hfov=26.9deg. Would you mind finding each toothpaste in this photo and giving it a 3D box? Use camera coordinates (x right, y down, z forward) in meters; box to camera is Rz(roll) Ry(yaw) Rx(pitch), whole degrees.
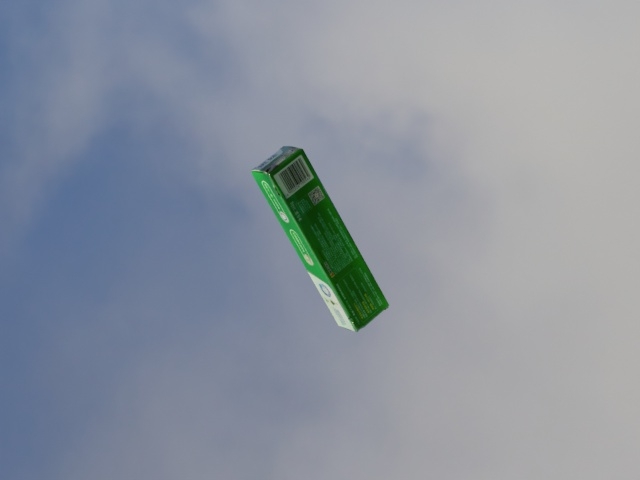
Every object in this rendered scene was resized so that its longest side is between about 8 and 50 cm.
[{"bbox_3d":[0.000,0.000,0.562,0.020,0.083,0.017,-39,-155,-21],"label":"toothpaste"}]
